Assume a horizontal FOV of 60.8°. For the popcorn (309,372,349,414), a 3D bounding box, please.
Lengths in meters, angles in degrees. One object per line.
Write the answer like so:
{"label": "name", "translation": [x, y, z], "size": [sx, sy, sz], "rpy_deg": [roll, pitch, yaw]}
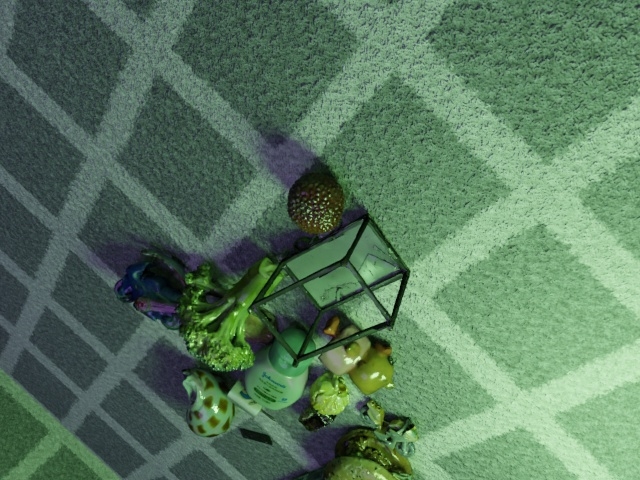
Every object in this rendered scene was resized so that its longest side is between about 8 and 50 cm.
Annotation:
{"label": "popcorn", "translation": [0.030, 0.529, 1.871], "size": [0.162, 0.135, 0.141], "rpy_deg": [-38, 76, 52]}

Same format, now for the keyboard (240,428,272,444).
{"label": "keyboard", "translation": [-0.274, 0.835, 2.322], "size": [0.155, 0.010, 0.053], "rpy_deg": [4, 120, 28]}

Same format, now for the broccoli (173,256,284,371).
{"label": "broccoli", "translation": [-0.279, 0.253, 1.767], "size": [0.397, 0.275, 0.353], "rpy_deg": [-11, 103, 19]}

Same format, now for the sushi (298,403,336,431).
{"label": "sushi", "translation": [-0.012, 0.639, 1.996], "size": [0.078, 0.090, 0.150], "rpy_deg": [47, 129, -10]}

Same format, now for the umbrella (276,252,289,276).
{"label": "umbrella", "translation": [-0.081, 0.092, 1.699], "size": [0.143, 0.062, 0.067], "rpy_deg": [45, 151, -10]}

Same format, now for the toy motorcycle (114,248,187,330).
{"label": "toy motorcycle", "translation": [-0.584, 0.172, 1.993], "size": [0.319, 0.241, 0.182], "rpy_deg": [28, 170, 8]}

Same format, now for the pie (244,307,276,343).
{"label": "pie", "translation": [-0.257, 0.294, 1.934], "size": [0.218, 0.052, 0.185], "rpy_deg": [29, 129, 8]}

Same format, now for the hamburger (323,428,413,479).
{"label": "hamburger", "translation": [0.175, 0.831, 1.948], "size": [0.318, 0.195, 0.277], "rpy_deg": [15, 128, 18]}

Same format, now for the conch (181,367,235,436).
{"label": "conch", "translation": [-0.450, 0.660, 2.190], "size": [0.249, 0.197, 0.368], "rpy_deg": [45, 138, 42]}

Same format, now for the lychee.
{"label": "lychee", "translation": [-0.005, -0.097, 1.475], "size": [0.165, 0.165, 0.197], "rpy_deg": [-23, 145, 38]}

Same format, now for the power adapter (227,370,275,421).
{"label": "power adapter", "translation": [-0.232, 0.595, 2.052], "size": [0.205, 0.130, 0.125], "rpy_deg": [33, 154, 5]}

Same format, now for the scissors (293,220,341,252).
{"label": "scissors", "translation": [0.000, 0.000, 1.614], "size": [0.101, 0.027, 0.204], "rpy_deg": [44, 132, -4]}

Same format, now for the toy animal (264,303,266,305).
{"label": "toy animal", "translation": [-0.200, 0.196, 1.852], "size": [0.084, 0.028, 0.050], "rpy_deg": [-26, 113, 38]}

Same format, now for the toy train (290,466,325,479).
{"label": "toy train", "translation": [-0.037, 1.007, 2.250], "size": [0.089, 0.086, 0.409], "rpy_deg": [47, 131, -4]}

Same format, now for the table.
{"label": "table", "translation": [0.029, 0.138, 1.492], "size": [0.335, 0.272, 0.222], "rpy_deg": [-29, 105, 31]}

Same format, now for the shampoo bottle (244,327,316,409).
{"label": "shampoo bottle", "translation": [-0.130, 0.437, 1.891], "size": [0.222, 0.151, 0.349], "rpy_deg": [34, 130, 4]}

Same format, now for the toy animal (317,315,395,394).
{"label": "toy animal", "translation": [0.118, 0.366, 1.698], "size": [0.281, 0.169, 0.195], "rpy_deg": [31, 173, 2]}

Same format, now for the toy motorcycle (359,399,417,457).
{"label": "toy motorcycle", "translation": [0.241, 0.627, 1.851], "size": [0.229, 0.094, 0.130], "rpy_deg": [39, 127, 19]}
